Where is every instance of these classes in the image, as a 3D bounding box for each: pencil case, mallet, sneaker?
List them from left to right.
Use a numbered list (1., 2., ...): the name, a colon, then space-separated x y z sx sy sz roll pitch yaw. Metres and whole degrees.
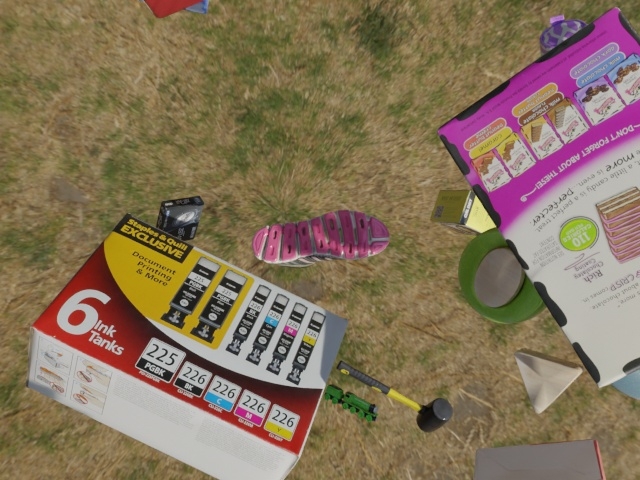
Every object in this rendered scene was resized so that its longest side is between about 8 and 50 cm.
1. sneaker: 0.000 0.000 0.853 0.170 0.075 0.063 -7 84 -4
2. mallet: 0.114 0.230 1.030 0.190 0.062 0.039 33 49 -8
3. pencil case: 0.420 -0.267 1.142 0.086 0.088 0.206 -6 135 18

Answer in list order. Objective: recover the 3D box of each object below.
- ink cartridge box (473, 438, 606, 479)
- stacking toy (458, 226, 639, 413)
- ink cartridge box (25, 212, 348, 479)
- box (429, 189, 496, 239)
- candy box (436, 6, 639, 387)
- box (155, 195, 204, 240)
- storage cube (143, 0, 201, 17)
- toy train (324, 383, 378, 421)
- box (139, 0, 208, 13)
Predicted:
1. ink cartridge box: 0.222 0.294 0.640 0.115 0.067 0.198 -12 106 19
2. stacking toy: 0.289 0.067 0.801 0.279 0.130 0.309 -36 73 35
3. ink cartridge box: -0.140 0.111 0.825 0.309 0.272 0.130 26 133 -2
4. box: 0.298 -0.016 1.106 0.232 0.087 0.058 21 85 -25
5. candy box: 0.220 -0.030 0.518 0.159 0.071 0.233 -33 78 21
6. box: -0.227 -0.031 1.078 0.067 0.083 0.018 -12 51 -37
7. storage cube: -0.152 -0.393 0.746 0.193 0.183 0.215 -23 91 2
8. toy train: 0.041 0.213 0.889 0.083 0.017 0.023 19 93 32
9. box: -0.209 -0.440 1.017 0.109 0.042 0.178 9 103 -8
